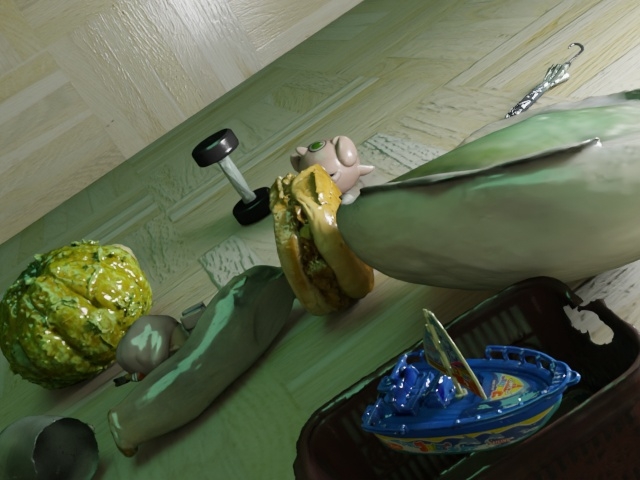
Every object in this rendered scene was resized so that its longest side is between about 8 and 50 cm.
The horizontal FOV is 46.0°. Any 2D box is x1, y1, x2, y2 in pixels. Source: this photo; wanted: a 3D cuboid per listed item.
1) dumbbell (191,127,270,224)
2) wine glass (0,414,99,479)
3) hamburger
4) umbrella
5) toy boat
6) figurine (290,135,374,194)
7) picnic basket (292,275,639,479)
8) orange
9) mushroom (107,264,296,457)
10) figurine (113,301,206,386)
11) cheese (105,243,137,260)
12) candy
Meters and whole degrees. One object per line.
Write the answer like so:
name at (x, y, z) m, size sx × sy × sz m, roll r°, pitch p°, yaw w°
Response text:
dumbbell at (-0.179, -0.132, 1.583) m, size 0.100 × 0.191 × 0.100 m, roll -28°, pitch 22°, yaw 13°
wine glass at (-0.431, 0.318, 1.087) m, size 0.241 × 0.126 × 0.126 m, roll -19°, pitch 26°, yaw 34°
hamburger at (0.001, 0.001, 1.077) m, size 0.108 × 0.213 × 0.213 m, roll -25°, pitch 24°, yaw 10°
umbrella at (0.390, -0.262, 1.328) m, size 0.044 × 0.044 × 0.269 m, roll 35°, pitch 72°, yaw 25°
toy boat at (0.095, 0.095, 0.535) m, size 0.175 × 0.110 × 0.091 m, roll -12°, pitch 29°, yaw 40°
figurine at (0.018, -0.143, 1.442) m, size 0.125 × 0.125 × 0.138 m, roll -43°, pitch 38°, yaw -24°
picnic basket at (0.134, 0.175, 0.639) m, size 0.297 × 0.129 × 0.222 m, roll -32°, pitch 21°, yaw -1°
orange at (-0.461, 0.132, 1.380) m, size 0.300 × 0.223 × 0.301 m, roll -33°, pitch 23°, yaw 13°
mushroom at (-0.159, 0.163, 1.078) m, size 0.109 × 0.097 × 0.351 m, roll 33°, pitch 66°, yaw 23°
figurine at (-0.231, 0.158, 1.181) m, size 0.229 × 0.111 × 0.137 m, roll -23°, pitch 17°, yaw -2°
cheese at (-0.490, 0.088, 1.672) m, size 0.123 × 0.094 × 0.167 m, roll -29°, pitch 16°, yaw 33°
candy at (0.239, -0.045, 0.821) m, size 0.386 × 0.186 × 0.427 m, roll -20°, pitch 6°, yaw -21°
